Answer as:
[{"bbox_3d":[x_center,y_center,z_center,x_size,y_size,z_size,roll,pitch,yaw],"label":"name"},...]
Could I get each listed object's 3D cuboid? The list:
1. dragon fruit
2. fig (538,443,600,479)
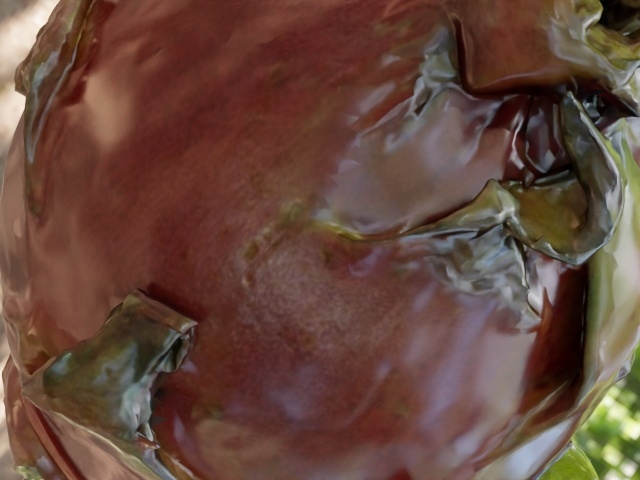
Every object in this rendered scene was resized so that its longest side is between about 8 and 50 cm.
[{"bbox_3d":[0.001,-0.001,0.608,0.250,0.250,0.315,-49,-172,-18],"label":"dragon fruit"},{"bbox_3d":[0.175,0.299,1.721,0.233,0.233,0.314,-49,145,-19],"label":"fig"}]
